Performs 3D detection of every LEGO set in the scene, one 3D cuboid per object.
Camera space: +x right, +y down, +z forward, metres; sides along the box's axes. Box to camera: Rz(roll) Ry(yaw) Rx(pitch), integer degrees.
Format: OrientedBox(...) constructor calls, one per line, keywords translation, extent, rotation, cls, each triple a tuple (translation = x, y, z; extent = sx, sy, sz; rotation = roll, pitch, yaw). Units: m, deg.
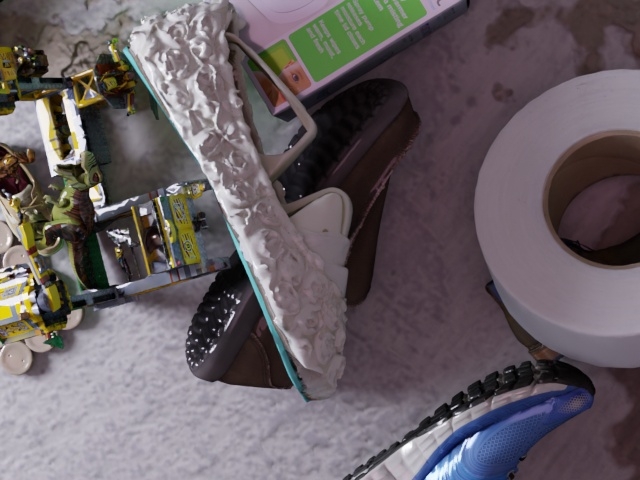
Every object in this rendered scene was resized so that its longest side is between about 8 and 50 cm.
OrientedBox(translation=(-0.223, -0.062, 1.699), extent=(0.192, 0.255, 0.331), rotation=(-16, 78, 31), cls="LEGO set")

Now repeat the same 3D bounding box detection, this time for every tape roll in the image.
OrientedBox(translation=(0.297, -0.021, 1.685), extent=(0.286, 0.100, 0.286), rotation=(-5, 65, 12), cls="tape roll")

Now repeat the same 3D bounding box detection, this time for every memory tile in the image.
OrientedBox(translation=(-0.333, 0.061, 1.834), extent=(0.113, 0.012, 0.148), rotation=(-43, 88, 4), cls="memory tile")

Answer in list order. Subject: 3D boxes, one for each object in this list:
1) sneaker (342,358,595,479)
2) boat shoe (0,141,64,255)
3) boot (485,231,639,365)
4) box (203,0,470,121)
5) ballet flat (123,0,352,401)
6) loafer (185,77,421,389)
OrientedBox(translation=(0.150, 0.243, 1.745), extent=(0.330, 0.130, 0.147), rotation=(-38, 89, 17), cls="sneaker")
OrientedBox(translation=(-0.316, -0.044, 1.808), extent=(0.050, 0.045, 0.135), rotation=(-34, 89, -11), cls="boat shoe")
OrientedBox(translation=(0.273, 0.021, 1.754), extent=(0.219, 0.082, 0.106), rotation=(-44, 91, 6), cls="boot")
OrientedBox(translation=(-0.010, -0.291, 1.745), extent=(0.231, 0.127, 0.262), rotation=(-30, 89, 6), cls="box")
OrientedBox(translation=(-0.050, -0.054, 1.619), extent=(0.147, 0.147, 0.409), rotation=(-28, 81, 5), cls="ballet flat")
OrientedBox(translation=(0.000, 0.000, 1.766), extent=(0.130, 0.134, 0.366), rotation=(28, 104, -24), cls="loafer")
